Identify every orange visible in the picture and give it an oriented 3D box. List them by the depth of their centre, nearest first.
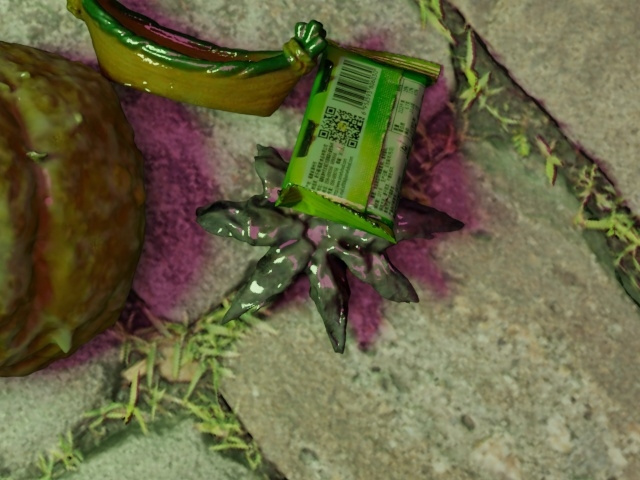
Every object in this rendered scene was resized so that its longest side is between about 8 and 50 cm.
[{"bbox_3d":[-0.317,-0.011,0.924,0.369,0.210,0.270,-6,99,1],"label":"orange"}]

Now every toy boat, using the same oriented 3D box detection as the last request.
[{"bbox_3d":[-0.109,-0.157,0.969,0.230,0.089,0.088,15,104,7],"label":"toy boat"}]

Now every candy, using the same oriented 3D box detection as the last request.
[{"bbox_3d":[0.030,-0.082,0.954,0.102,0.032,0.178,18,58,-5],"label":"candy"}]

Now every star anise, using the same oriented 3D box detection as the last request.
[{"bbox_3d":[0.000,0.000,0.974,0.205,0.061,0.180,21,90,3],"label":"star anise"}]
